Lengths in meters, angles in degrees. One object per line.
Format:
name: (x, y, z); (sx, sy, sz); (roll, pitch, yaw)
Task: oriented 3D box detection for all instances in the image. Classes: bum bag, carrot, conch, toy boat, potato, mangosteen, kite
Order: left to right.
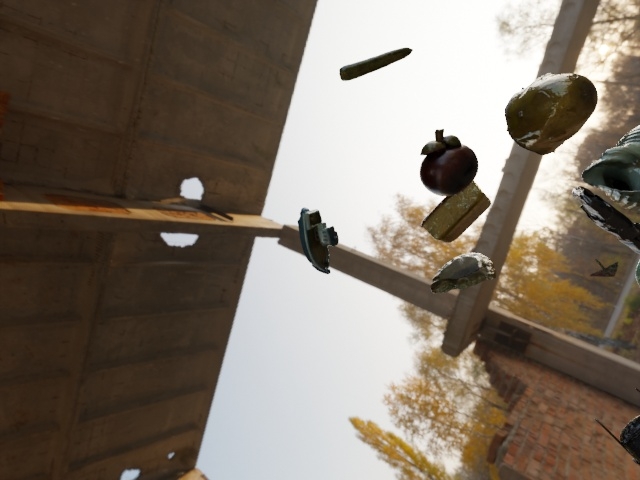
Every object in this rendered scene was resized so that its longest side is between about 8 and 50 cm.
toy boat: (0.000, 0.000, 1.316); (0.088, 0.102, 0.215); (-24, -74, -52)
carrot: (0.259, -0.827, 2.001); (0.358, 0.074, 0.074); (-17, -42, 5)
mangosteen: (0.366, -0.228, 1.252); (0.200, 0.199, 0.200); (-33, -46, -42)
potato: (0.919, -0.496, 1.598); (0.397, 0.296, 0.290); (-14, -92, -22)
kite: (1.314, 0.132, 1.992); (0.137, 0.152, 0.005); (-46, 18, 42)
bum bag: (0.725, -0.042, 1.044); (0.060, 0.248, 0.123); (-56, 0, 28)
conch: (0.877, -0.169, 1.106); (0.319, 0.303, 0.215); (-32, -65, 12)

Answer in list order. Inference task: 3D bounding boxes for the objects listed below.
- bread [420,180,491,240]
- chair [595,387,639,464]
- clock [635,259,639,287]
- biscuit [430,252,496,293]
bread: (0.676, -0.139, 2.116); (0.323, 0.143, 0.333); (-47, -22, 17)
chair: (0.944, 0.560, 1.231); (0.247, 0.172, 0.159); (39, -79, -25)
clock: (1.089, 0.071, 1.379); (0.148, 0.060, 0.189); (36, -98, -35)
biscuit: (0.721, 0.175, 2.208); (0.335, 0.329, 0.078); (-34, -73, 1)
